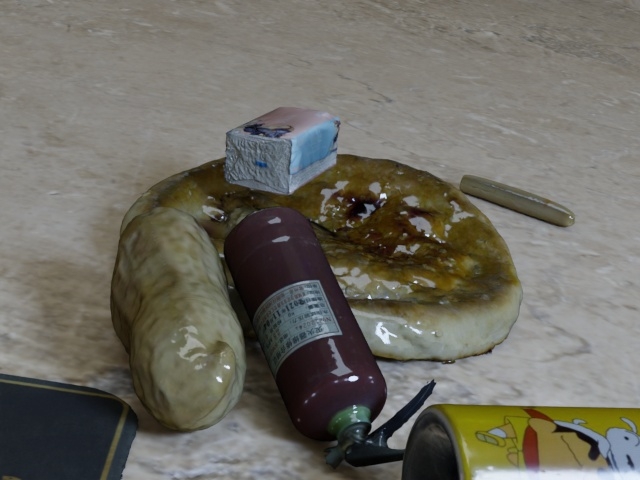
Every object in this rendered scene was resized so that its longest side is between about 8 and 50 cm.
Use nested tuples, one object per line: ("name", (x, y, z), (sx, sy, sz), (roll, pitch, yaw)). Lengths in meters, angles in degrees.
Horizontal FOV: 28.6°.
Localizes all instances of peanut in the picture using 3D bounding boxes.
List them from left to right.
("peanut", (-0.099, 0.055, 0.884), (0.099, 0.100, 0.214), (1, 29, -22))

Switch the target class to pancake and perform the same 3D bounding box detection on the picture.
("pancake", (0.000, 0.002, 1.096), (0.356, 0.065, 0.356), (6, 26, -3))

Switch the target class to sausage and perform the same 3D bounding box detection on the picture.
("sausage", (0.212, -0.044, 1.348), (0.132, 0.024, 0.024), (20, 24, 24))

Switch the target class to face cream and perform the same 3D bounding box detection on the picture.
("face cream", (0.230, 0.157, 0.780), (0.348, 0.105, 0.105), (4, 23, -17))

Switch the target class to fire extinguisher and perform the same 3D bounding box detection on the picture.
("fire extinguisher", (0.008, 0.069, 0.870), (0.071, 0.099, 0.231), (41, 16, -47))

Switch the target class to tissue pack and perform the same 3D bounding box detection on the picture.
("tissue pack", (-0.033, -0.082, 1.123), (0.074, 0.059, 0.094), (11, 25, 25))

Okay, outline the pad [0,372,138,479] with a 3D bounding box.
("pad", (-0.209, 0.140, 0.680), (0.314, 0.063, 0.375), (10, 23, -3))
